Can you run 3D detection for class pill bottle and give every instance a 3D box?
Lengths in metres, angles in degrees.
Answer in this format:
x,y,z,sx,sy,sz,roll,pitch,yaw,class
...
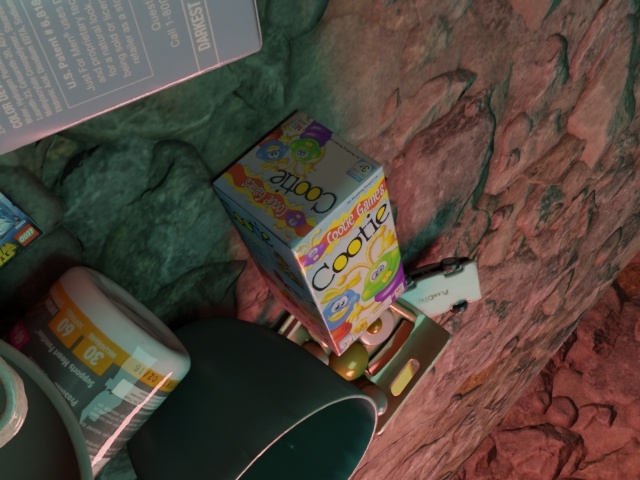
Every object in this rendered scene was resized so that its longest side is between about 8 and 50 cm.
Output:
x,y,z,sx,sy,sz,roll,pitch,yaw,class
-0.276,0.175,0.719,0.278,0.162,0.162,-49,149,-5,pill bottle

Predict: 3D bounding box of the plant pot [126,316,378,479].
x,y,z,sx,sy,sz,roll,pitch,yaw,class
-0.110,0.237,0.925,0.293,0.235,0.293,-32,144,-27,plant pot

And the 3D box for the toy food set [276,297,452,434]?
x,y,z,sx,sy,sz,roll,pitch,yaw,class
0.058,0.180,1.154,0.306,0.092,0.219,34,94,-39,toy food set

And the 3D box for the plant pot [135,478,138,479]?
x,y,z,sx,sy,sz,roll,pitch,yaw,class
-0.168,0.505,1.093,0.256,0.274,0.256,-33,145,-27,plant pot

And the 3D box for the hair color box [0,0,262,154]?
x,y,z,sx,sy,sz,roll,pitch,yaw,class
-0.241,-0.119,0.364,0.375,0.185,0.113,-26,143,-15,hair color box

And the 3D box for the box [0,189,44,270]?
x,y,z,sx,sy,sz,roll,pitch,yaw,class
-0.320,0.009,0.619,0.137,0.027,0.094,-43,147,-12,box

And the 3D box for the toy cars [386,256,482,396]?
x,y,z,sx,sy,sz,roll,pitch,yaw,class
0.128,0.172,1.303,0.176,0.087,0.393,32,94,-24,toy cars

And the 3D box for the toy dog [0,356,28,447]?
x,y,z,sx,sy,sz,roll,pitch,yaw,class
-0.353,0.054,0.489,0.334,0.161,0.220,-17,101,-2,toy dog

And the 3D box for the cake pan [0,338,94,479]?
x,y,z,sx,sy,sz,roll,pitch,yaw,class
-0.327,0.207,0.609,0.293,0.293,0.054,-52,179,2,cake pan

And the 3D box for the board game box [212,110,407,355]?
x,y,z,sx,sy,sz,roll,pitch,yaw,class
0.000,0.000,0.908,0.142,0.144,0.275,-43,149,-15,board game box
